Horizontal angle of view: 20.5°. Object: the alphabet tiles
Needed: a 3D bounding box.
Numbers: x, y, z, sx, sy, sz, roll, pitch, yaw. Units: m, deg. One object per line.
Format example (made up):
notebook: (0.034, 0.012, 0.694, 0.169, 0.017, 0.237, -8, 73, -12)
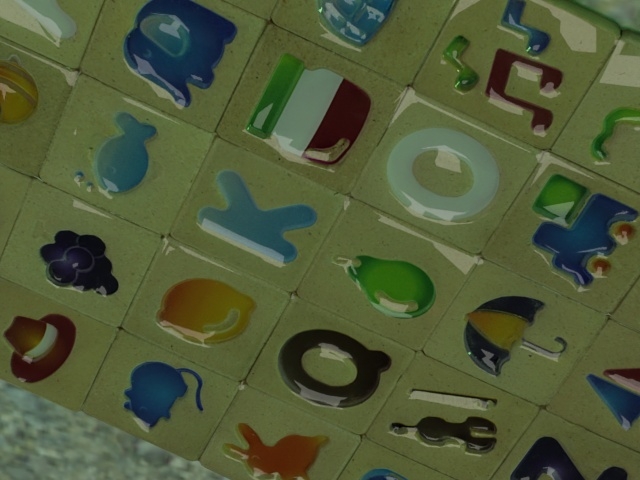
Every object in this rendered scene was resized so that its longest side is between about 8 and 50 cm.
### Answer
alphabet tiles: (0.000, 0.000, 0.705, 0.342, 0.011, 0.285, 24, 128, -5)
